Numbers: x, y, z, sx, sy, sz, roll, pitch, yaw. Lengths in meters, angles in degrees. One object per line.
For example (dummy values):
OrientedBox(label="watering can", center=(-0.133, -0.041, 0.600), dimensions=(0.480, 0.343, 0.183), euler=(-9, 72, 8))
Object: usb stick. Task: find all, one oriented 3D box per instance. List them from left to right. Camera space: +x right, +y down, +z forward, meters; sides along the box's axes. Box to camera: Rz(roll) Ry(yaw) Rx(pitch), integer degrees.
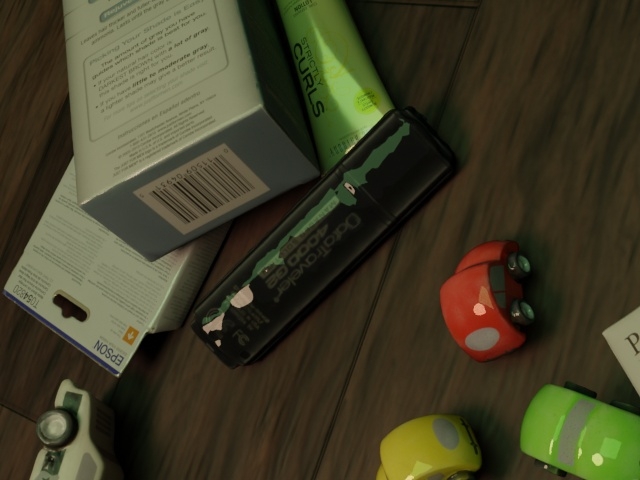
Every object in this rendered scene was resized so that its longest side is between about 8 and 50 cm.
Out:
OrientedBox(label="usb stick", center=(0.000, 0.000, 0.807), dimensions=(0.278, 0.045, 0.077), euler=(-45, 86, 11))

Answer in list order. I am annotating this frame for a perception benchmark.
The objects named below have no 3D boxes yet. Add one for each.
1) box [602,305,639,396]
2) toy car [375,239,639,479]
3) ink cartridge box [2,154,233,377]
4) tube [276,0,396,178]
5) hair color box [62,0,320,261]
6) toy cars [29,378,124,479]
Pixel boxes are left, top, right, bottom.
OrientedBox(label="box", center=(0.289, 0.053, 0.496), dimensions=(0.181, 0.182, 0.119), euler=(-46, 52, 32))
OrientedBox(label="toy car", center=(0.130, 0.112, 0.634), dimensions=(0.225, 0.053, 0.239), euler=(12, 79, 59))
OrientedBox(label="ink cartridge box", center=(-0.203, 0.000, 0.943), dimensions=(0.223, 0.045, 0.224), euler=(26, 87, 37))
OrientedBox(label="tube", center=(0.010, -0.172, 0.867), dimensions=(0.070, 0.062, 0.240), euler=(-52, 50, 56))
OrientedBox(label="hair color box", center=(-0.140, -0.185, 0.893), dimensions=(0.185, 0.113, 0.374), euler=(-26, 52, 14))
OrientedBox(label="toy cars", center=(-0.238, 0.274, 0.745), dimensions=(0.087, 0.393, 0.176), euler=(10, 118, 9))
